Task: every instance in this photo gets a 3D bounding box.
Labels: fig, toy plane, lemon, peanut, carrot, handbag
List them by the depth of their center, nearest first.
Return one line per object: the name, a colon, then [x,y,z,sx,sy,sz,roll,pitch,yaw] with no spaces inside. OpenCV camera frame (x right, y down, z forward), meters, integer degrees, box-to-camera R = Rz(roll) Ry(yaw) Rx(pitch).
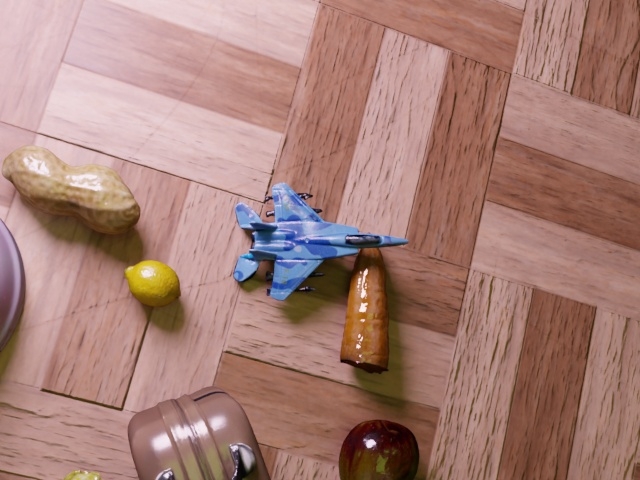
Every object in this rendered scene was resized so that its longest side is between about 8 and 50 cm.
handbag: [-0.122,0.333,0.952,0.149,0.283,0.302,-17,85,-14]
peanut: [-0.332,-0.071,1.075,0.192,0.089,0.089,21,76,-10]
lemon: [-0.228,0.058,1.088,0.083,0.062,0.062,27,75,-7]
fig: [0.077,0.324,1.097,0.109,0.103,0.155,6,70,10]
toy plane: [0.000,0.001,1.141,0.246,0.078,0.169,0,81,-7]
carrot: [0.067,0.086,1.161,0.072,0.072,0.205,8,71,-12]

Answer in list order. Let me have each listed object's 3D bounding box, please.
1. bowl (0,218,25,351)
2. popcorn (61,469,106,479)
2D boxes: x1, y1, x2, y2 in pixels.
bowl: [-0.519,0.048,0.978,0.286,0.144,0.287,2,80,-12]
popcorn: [-0.305,0.325,1.028,0.083,0.068,0.060,-10,54,21]
